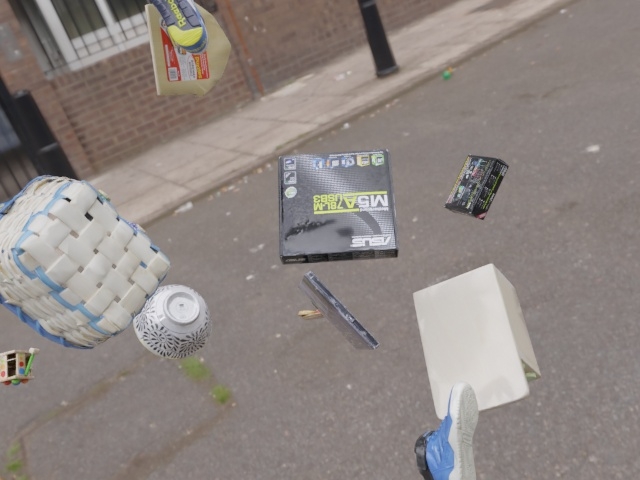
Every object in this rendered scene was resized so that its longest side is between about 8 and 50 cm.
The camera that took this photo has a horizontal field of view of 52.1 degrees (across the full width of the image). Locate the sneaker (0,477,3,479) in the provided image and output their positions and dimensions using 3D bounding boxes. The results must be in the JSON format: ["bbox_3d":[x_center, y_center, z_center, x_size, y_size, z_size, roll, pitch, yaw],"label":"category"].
[{"bbox_3d":[-0.560,0.318,0.860,0.289,0.106,0.123,17,13,4],"label":"sneaker"}]

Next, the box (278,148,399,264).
[{"bbox_3d":[0.026,-0.056,1.069,0.190,0.045,0.184,-3,64,3],"label":"box"}]

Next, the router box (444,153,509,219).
[{"bbox_3d":[0.308,-0.107,1.298,0.123,0.038,0.092,-64,27,1],"label":"router box"}]

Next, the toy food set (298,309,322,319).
[{"bbox_3d":[-0.004,0.162,1.455,0.083,0.020,0.082,-14,-11,17],"label":"toy food set"}]

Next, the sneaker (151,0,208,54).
[{"bbox_3d":[-0.194,-0.314,0.890,0.053,0.144,0.059,-24,-13,8],"label":"sneaker"}]

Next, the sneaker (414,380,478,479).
[{"bbox_3d":[0.164,0.261,0.882,0.084,0.152,0.058,3,8,44],"label":"sneaker"}]

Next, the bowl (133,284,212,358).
[{"bbox_3d":[-0.300,0.155,1.372,0.170,0.170,0.080,-39,-7,-39],"label":"bowl"}]

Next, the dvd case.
[{"bbox_3d":[0.024,0.128,1.145,0.018,0.164,0.221,-43,-3,-9],"label":"dvd case"}]

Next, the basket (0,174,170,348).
[{"bbox_3d":[-0.368,0.037,0.952,0.288,0.255,0.201,-10,41,44],"label":"basket"}]

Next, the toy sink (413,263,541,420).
[{"bbox_3d":[0.268,0.186,1.100,0.152,0.131,0.234,-25,52,24],"label":"toy sink"}]

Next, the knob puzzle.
[{"bbox_3d":[-0.264,-0.387,1.327,0.030,0.213,0.213,7,34,42],"label":"knob puzzle"}]

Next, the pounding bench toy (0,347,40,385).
[{"bbox_3d":[-0.610,0.258,1.335,0.083,0.065,0.052,-16,-18,21],"label":"pounding bench toy"}]
